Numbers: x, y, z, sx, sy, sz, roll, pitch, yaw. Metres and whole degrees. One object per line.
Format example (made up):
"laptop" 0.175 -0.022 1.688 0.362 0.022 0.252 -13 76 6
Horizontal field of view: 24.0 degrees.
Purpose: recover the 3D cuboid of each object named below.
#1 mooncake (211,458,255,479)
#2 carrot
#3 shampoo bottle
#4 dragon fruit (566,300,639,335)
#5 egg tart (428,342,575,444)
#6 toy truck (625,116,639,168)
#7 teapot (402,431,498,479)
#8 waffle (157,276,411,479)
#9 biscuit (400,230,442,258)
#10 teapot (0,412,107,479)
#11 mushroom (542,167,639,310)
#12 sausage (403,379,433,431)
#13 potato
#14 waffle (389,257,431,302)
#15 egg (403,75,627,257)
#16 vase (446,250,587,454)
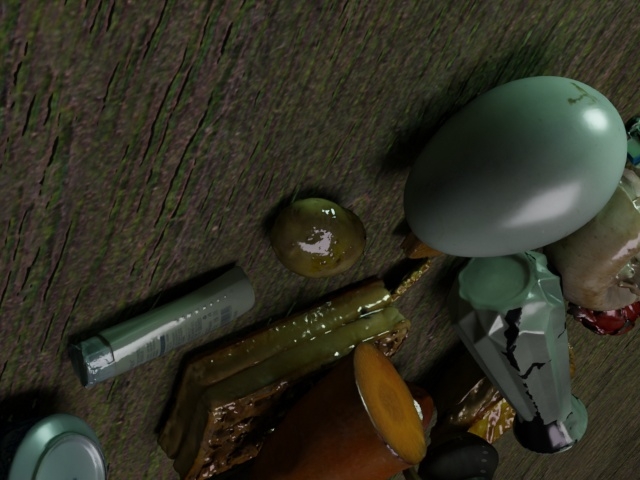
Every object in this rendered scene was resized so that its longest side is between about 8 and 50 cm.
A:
"mooncake" -0.055 0.468 2.149 0.324 0.324 0.187 -24 152 -27
"carrot" 0.006 0.248 1.838 0.225 0.159 0.159 -35 159 24
"shampoo bottle" -0.169 0.093 1.628 0.212 0.049 0.072 -24 157 -28
"dragon fruit" 0.456 0.085 2.395 0.121 0.130 0.142 -7 163 16
"egg tart" 0.275 0.233 2.409 0.295 0.116 0.295 -32 157 -15
"toy truck" 0.483 -0.151 2.041 0.175 0.067 0.081 -32 157 -10
"teapot" 0.201 0.361 2.293 0.165 0.119 0.130 5 138 -31
"waffle" -0.049 0.182 1.903 0.308 0.091 0.213 -20 152 -32
"biscuit" 0.196 -0.045 1.881 0.238 0.041 0.212 -27 161 -20
"teapot" -0.323 0.262 1.641 0.159 0.159 0.232 -50 163 29
"mushroom" 0.415 0.024 2.115 0.189 0.195 0.253 -43 153 22
"sausage" 0.078 0.302 2.275 0.113 0.113 0.259 -11 147 -45
"potato" 0.000 0.000 1.658 0.091 0.070 0.138 -44 155 15
"waffle" 0.109 0.058 1.958 0.085 0.016 0.078 -48 173 32
"egg" 0.214 -0.078 1.668 0.264 0.183 0.183 -26 155 -6
"vase" 0.293 0.162 2.139 0.165 0.165 0.360 -33 136 -7
